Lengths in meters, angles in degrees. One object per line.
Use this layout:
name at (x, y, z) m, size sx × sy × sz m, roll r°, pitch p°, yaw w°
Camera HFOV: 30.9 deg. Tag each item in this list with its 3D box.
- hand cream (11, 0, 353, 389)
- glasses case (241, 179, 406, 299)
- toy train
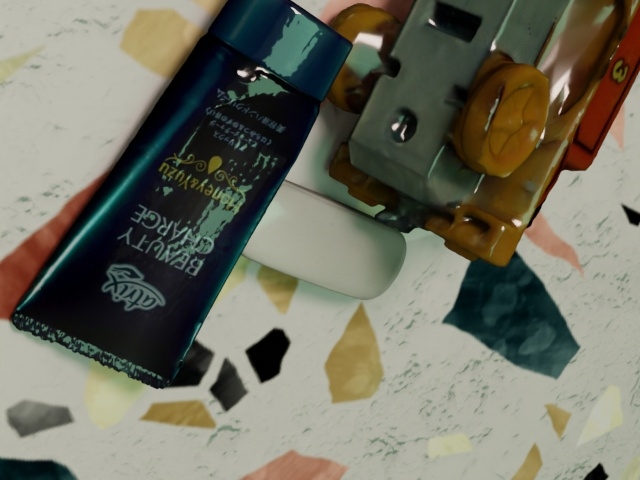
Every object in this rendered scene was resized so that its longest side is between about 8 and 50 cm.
hand cream at (-0.084, -0.035, 0.756) m, size 0.120 × 0.061 × 0.270 m, roll 29°, pitch 99°, yaw -28°
glasses case at (0.000, 0.000, 0.849) m, size 0.164 × 0.041 × 0.063 m, roll 20°, pitch 101°, yaw -43°
toy train at (0.155, -0.164, 0.815) m, size 0.231 × 0.163 × 0.369 m, roll 18°, pitch 100°, yaw -51°
